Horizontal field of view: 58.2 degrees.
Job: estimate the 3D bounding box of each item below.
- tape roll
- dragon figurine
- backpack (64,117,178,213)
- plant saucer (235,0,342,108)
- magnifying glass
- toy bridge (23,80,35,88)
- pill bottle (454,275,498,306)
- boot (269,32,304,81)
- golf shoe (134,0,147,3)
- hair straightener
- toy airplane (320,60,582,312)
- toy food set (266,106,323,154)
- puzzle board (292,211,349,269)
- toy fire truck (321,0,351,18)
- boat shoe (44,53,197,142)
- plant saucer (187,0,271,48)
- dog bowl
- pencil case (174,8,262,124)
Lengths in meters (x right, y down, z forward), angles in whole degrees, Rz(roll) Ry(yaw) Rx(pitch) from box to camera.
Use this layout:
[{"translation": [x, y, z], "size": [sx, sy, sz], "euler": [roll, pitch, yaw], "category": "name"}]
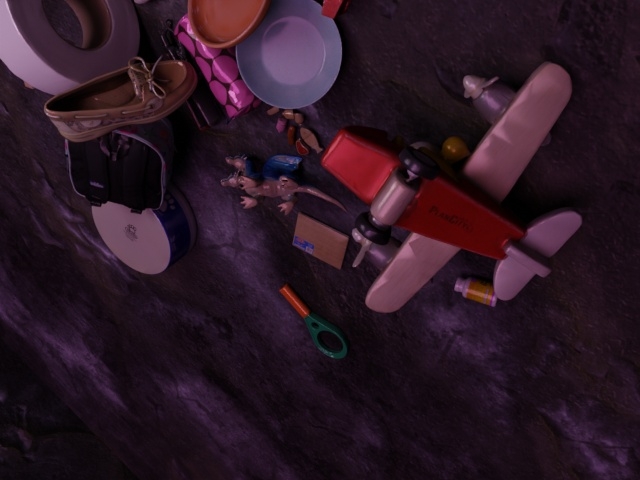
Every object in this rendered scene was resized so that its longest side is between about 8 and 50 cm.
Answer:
[{"translation": [-0.494, -0.430, 1.115], "size": [0.100, 0.286, 0.286], "euler": [-6, 117, 35], "category": "tape roll"}, {"translation": [-0.081, -0.125, 1.191], "size": [0.288, 0.144, 0.085], "euler": [3, 122, 9], "category": "dragon figurine"}, {"translation": [-0.430, -0.201, 1.256], "size": [0.225, 0.191, 0.253], "euler": [12, 152, -9], "category": "backpack"}, {"translation": [-0.054, -0.336, 1.028], "size": [0.194, 0.037, 0.195], "euler": [4, 109, 12], "category": "plant saucer"}, {"translation": [-0.016, 0.200, 1.422], "size": [0.231, 0.026, 0.092], "euler": [48, 134, -7], "category": "magnifying glass"}, {"translation": [-0.748, -0.470, 1.431], "size": [0.063, 0.026, 0.188], "euler": [22, 131, 22], "category": "toy bridge"}, {"translation": [0.306, 0.096, 1.120], "size": [0.083, 0.043, 0.043], "euler": [18, 129, 22], "category": "pill bottle"}, {"translation": [-0.079, -0.324, 1.084], "size": [0.106, 0.037, 0.114], "euler": [-20, 112, 27], "category": "boot"}, {"translation": [-0.386, -0.544, 1.116], "size": [0.086, 0.069, 0.176], "euler": [-16, 110, 46], "category": "golf shoe"}, {"translation": [-0.262, -0.344, 1.187], "size": [0.089, 0.047, 0.231], "euler": [-2, 114, 49], "category": "hair straightener"}, {"translation": [0.219, -0.072, 0.948], "size": [0.385, 0.272, 0.385], "euler": [-18, 127, 2], "category": "toy airplane"}, {"translation": [-0.050, -0.222, 1.152], "size": [0.077, 0.019, 0.122], "euler": [-16, 118, 40], "category": "toy food set"}, {"translation": [0.000, 0.000, 1.278], "size": [0.128, 0.011, 0.096], "euler": [27, 133, 16], "category": "puzzle board"}, {"translation": [0.003, -0.473, 0.919], "size": [0.135, 0.047, 0.192], "euler": [29, 131, 13], "category": "toy fire truck"}, {"translation": [-0.370, -0.274, 1.090], "size": [0.105, 0.285, 0.089], "euler": [60, 171, 15], "category": "boat shoe"}, {"translation": [-0.151, -0.429, 1.001], "size": [0.199, 0.037, 0.200], "euler": [-4, 83, 36], "category": "plant saucer"}, {"translation": [-0.453, -0.048, 1.478], "size": [0.264, 0.104, 0.265], "euler": [17, 129, 23], "category": "dog bowl"}, {"translation": [-0.198, -0.340, 1.121], "size": [0.209, 0.095, 0.098], "euler": [59, 153, -12], "category": "pencil case"}]
